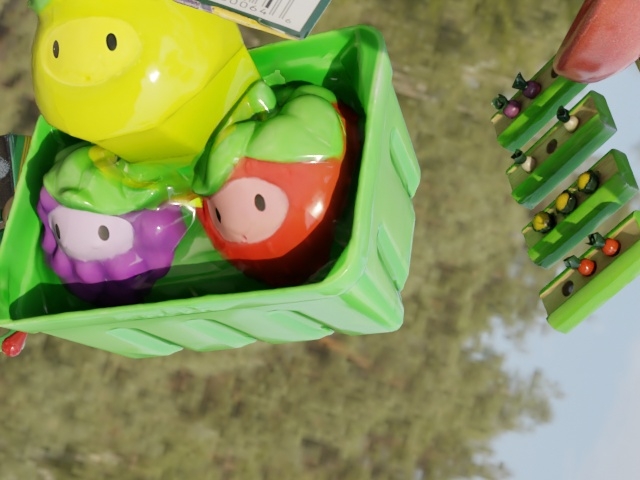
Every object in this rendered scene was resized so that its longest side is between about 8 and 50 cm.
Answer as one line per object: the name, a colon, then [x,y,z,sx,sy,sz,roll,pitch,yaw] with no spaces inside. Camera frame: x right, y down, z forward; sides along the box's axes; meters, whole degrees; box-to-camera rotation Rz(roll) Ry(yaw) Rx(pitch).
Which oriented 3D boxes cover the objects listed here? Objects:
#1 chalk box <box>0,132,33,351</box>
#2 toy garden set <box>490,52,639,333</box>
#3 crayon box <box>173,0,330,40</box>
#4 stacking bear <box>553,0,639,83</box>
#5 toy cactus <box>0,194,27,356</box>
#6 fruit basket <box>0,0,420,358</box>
chalk box: [-0.445,0.007,1.978,0.179,0.180,0.289,-3,89,-71]
toy garden set: [0.220,-0.083,1.148,0.204,0.049,0.244,-45,-143,34]
crayon box: [-0.137,-0.315,0.801,0.106,0.362,0.313,133,-30,-60]
stacking bear: [0.285,-0.095,0.719,0.175,0.289,0.164,-62,177,11]
toy cactus: [-0.335,0.008,1.528,0.180,0.219,0.112,-45,145,-8]
fruit basket: [-0.125,-0.078,1.191,0.392,0.392,0.283,114,-13,-61]
